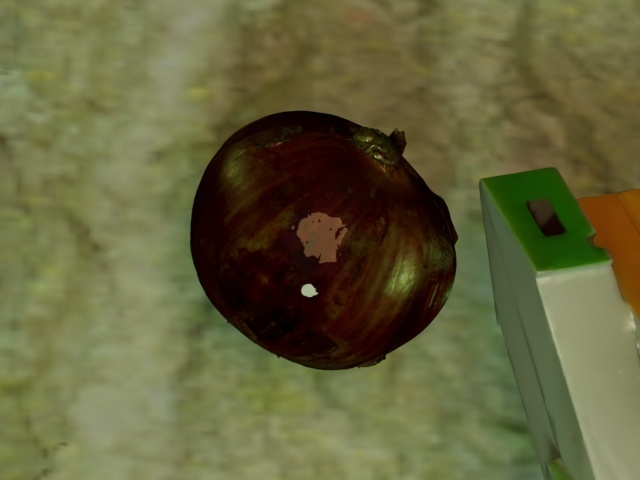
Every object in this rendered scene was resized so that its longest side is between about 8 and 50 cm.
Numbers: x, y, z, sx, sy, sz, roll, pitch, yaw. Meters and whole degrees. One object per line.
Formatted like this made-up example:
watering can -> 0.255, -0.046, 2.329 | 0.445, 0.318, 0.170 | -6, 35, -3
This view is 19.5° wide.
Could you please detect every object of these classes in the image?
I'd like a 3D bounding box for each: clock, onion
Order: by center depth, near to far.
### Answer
clock -> 0.205, 0.087, 0.792 | 0.235, 0.166, 0.309 | -9, 71, -15
onion -> 0.000, 0.000, 0.792 | 0.117, 0.118, 0.118 | 30, 71, 9
